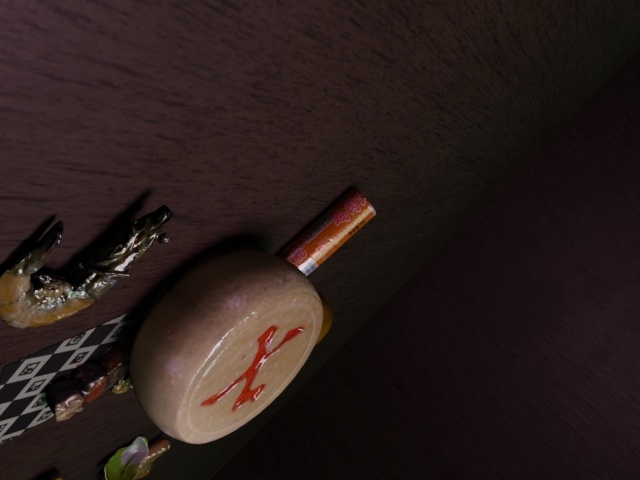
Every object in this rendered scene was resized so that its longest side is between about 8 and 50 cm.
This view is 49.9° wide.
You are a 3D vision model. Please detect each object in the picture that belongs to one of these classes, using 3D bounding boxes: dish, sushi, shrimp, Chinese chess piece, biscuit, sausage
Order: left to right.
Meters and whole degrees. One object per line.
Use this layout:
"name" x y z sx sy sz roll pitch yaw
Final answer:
"shrimp" -0.263 0.023 0.757 0.217 0.051 0.150 -39 158 -1
"sushi" -0.356 0.219 1.051 0.290 0.050 0.264 -25 157 -47
"dish" -0.461 0.516 1.609 0.039 0.091 0.137 -4 -151 33
"biscuit" -0.483 0.580 1.731 0.164 0.047 0.208 -54 161 26
"Chinese chess piece" -0.149 0.171 1.126 0.338 0.141 0.338 -36 148 -27
"sausage" 0.000 0.000 1.319 0.234 0.071 0.071 -42 165 -4

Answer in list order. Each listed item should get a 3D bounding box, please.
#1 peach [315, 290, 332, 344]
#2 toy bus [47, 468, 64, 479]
"peach" -0.094 0.192 1.484 0.251 0.153 0.251 -24 166 -7
"toy bus" -0.549 0.594 1.402 0.144 0.152 0.330 -34 163 -28
